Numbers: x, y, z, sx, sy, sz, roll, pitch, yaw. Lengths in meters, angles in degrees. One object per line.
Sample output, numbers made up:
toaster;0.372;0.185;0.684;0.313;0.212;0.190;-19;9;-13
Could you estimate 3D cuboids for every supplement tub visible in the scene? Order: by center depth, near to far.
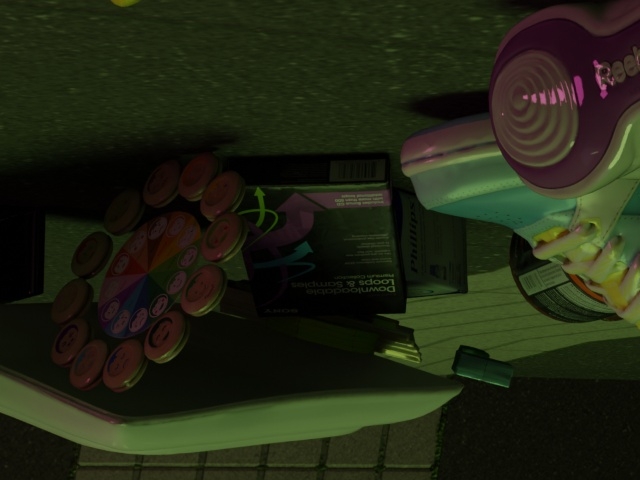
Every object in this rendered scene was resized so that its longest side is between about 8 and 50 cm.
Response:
supplement tub;0.210;0.000;1.404;0.106;0.106;0.198;1;171;-11

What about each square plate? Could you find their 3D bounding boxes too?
square plate;-0.128;0.102;1.485;0.347;0.049;0.344;-1;-171;-45

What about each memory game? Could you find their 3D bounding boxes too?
memory game;-0.118;0.019;1.310;0.186;0.186;0.012;-9;144;46

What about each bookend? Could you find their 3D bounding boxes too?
bookend;-0.327;0.012;1.580;0.157;0.072;0.156;5;170;-30

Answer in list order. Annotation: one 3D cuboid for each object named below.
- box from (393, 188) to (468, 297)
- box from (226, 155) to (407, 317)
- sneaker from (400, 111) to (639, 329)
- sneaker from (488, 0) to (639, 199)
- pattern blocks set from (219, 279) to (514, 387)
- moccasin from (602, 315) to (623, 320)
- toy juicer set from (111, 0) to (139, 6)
box;0.034;0.006;1.557;0.126;0.072;0.137;-6;170;30
box;0.000;0.000;1.409;0.116;0.029;0.162;-2;144;8
sneaker;0.202;0.025;1.212;0.319;0.208;0.127;3;173;-19
sneaker;0.206;-0.090;0.855;0.152;0.114;0.305;-12;-177;-29
pattern blocks set;-0.006;0.063;1.612;0.325;0.026;0.285;15;-179;-11
moccasin;0.405;0.044;1.563;0.380;0.147;0.139;-3;172;17
toy juicer set;-0.054;-0.112;0.492;0.209;0.089;0.329;-36;-171;-30
